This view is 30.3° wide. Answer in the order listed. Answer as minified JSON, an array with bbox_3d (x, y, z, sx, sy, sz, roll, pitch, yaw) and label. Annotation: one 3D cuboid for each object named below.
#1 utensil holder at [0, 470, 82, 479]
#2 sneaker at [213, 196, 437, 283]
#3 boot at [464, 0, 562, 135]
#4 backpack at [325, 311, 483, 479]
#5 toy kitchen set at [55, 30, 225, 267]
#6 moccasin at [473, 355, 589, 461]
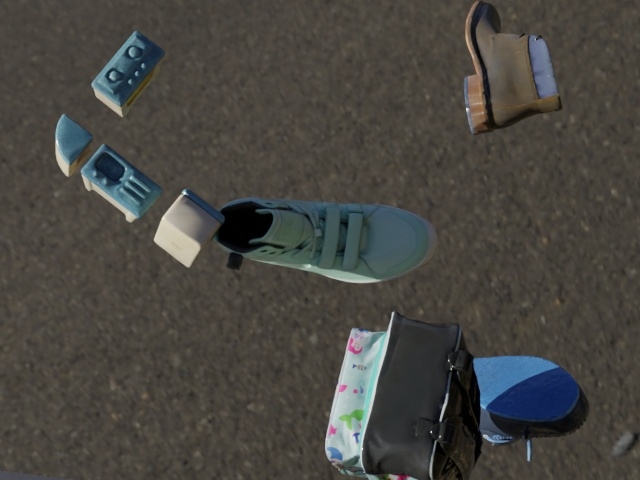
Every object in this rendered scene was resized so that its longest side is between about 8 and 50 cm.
[{"bbox_3d":[-0.207,0.304,0.739,0.327,0.385,0.328,-4,75,15],"label":"utensil holder"},{"bbox_3d":[0.000,0.000,1.348,0.255,0.151,0.094,3,89,13],"label":"sneaker"},{"bbox_3d":[0.228,-0.211,1.396,0.106,0.082,0.219,-8,48,16],"label":"boot"},{"bbox_3d":[0.119,0.232,1.526,0.191,0.253,0.225,4,66,23],"label":"backpack"},{"bbox_3d":[-0.168,-0.105,1.280,0.166,0.207,0.122,-53,4,-16],"label":"toy kitchen set"},{"bbox_3d":[0.280,0.243,1.766,0.137,0.117,0.342,-41,21,-22],"label":"moccasin"}]
